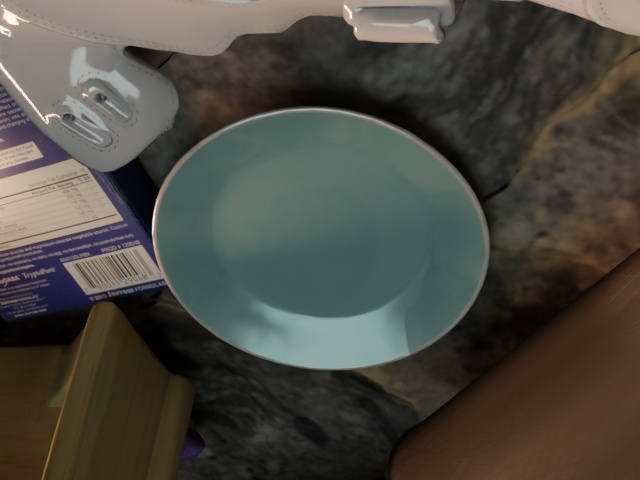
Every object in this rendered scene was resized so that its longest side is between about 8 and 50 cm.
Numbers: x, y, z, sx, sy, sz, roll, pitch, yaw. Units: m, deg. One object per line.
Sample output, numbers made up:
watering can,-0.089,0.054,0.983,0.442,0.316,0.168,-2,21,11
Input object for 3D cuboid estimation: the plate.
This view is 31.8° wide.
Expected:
plate,0.000,0.000,0.630,0.188,0.024,0.188,3,129,3

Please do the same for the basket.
basket,0.175,0.100,0.603,0.204,0.154,0.227,24,130,-9

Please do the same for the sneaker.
sneaker,-0.007,-0.121,0.460,0.365,0.137,0.210,23,134,1

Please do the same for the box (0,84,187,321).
box,-0.183,-0.051,0.633,0.136,0.037,0.225,-12,129,24

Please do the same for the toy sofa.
toy sofa,-0.268,0.153,0.742,0.362,0.150,0.177,-3,143,17
